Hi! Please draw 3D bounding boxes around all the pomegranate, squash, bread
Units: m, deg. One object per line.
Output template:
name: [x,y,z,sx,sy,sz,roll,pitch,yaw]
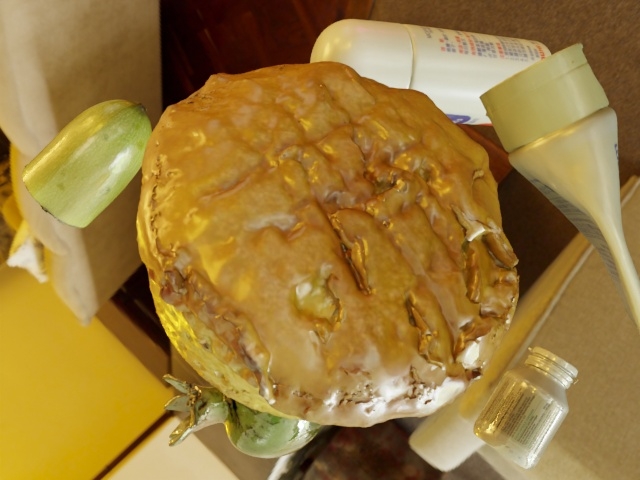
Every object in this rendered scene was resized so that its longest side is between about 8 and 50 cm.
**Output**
pomegranate: [-0.090,0.185,0.727,0.152,0.191,0.131,-109,23,-44]
squash: [-0.309,-0.119,0.844,0.123,0.187,0.123,47,-177,-3]
bread: [0.000,0.000,0.614,0.398,0.398,0.215,44,149,8]

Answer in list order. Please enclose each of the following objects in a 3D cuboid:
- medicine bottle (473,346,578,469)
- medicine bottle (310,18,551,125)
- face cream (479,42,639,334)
medicine bottle: [0.408,0.322,1.185,0.135,0.215,0.135,33,175,3]
medicine bottle: [0.152,-0.237,0.861,0.130,0.341,0.130,-179,90,-72]
face cream: [0.185,-0.011,0.398,0.070,0.114,0.224,-26,93,24]
